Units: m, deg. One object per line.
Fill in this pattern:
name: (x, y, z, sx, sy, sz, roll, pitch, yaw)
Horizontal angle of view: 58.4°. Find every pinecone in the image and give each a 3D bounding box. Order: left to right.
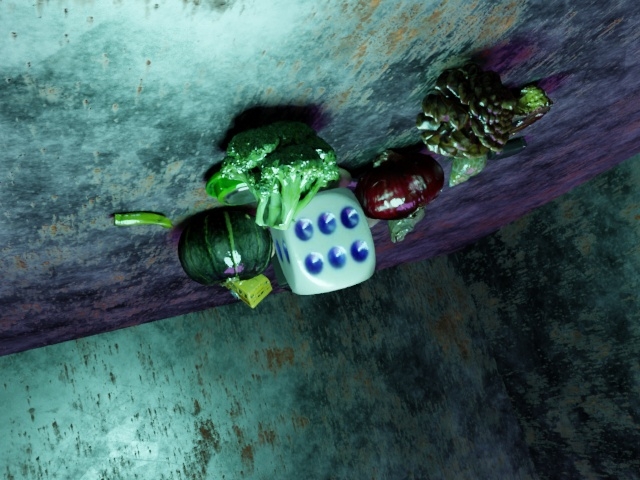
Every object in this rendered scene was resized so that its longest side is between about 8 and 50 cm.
pinecone: (0.368, -0.326, 1.482, 0.243, 0.244, 0.309, -11, 177, -27)

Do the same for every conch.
conch: (0.366, -0.087, 2.531, 0.162, 0.245, 0.178, 20, 148, 6)
conch: (0.561, -0.286, 2.150, 0.172, 0.106, 0.116, -28, -170, -21)

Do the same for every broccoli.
broccoli: (-0.107, -0.170, 1.437, 0.307, 0.275, 0.308, 11, -179, 0)

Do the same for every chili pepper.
chili pepper: (-0.535, -0.062, 1.748, 0.051, 0.050, 0.201, 23, -166, 41)

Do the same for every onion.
onion: (0.257, -0.194, 1.905, 0.313, 0.233, 0.314, -20, -169, 4)

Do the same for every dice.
dice: (0.000, 0.000, 1.866, 0.276, 0.304, 0.304, -15, -176, -14)

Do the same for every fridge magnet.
fridge magnet: (-0.226, -0.164, 1.642, 0.207, 0.088, 0.208, -17, 167, -4)

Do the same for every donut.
donut: (0.575, -0.393, 1.738, 0.230, 0.096, 0.216, -17, 169, -1)

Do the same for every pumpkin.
pumpkin: (-0.322, 0.026, 1.960, 0.323, 0.242, 0.323, -13, 169, -3)

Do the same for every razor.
razor: (0.711, -0.347, 2.188, 0.147, 0.054, 0.090, -14, 170, -14)

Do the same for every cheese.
cheese: (0.080, -0.205, 1.958, 0.127, 0.050, 0.235, -28, 162, 39)

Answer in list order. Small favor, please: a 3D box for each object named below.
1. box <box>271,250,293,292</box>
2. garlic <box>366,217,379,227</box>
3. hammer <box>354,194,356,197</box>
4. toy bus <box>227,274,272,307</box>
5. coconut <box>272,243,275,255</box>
box: (-0.037, 0.088, 2.660, 0.345, 0.205, 0.251, -19, 167, 6)
garlic: (0.132, -0.095, 2.403, 0.317, 0.112, 0.143, -7, 169, 0)
hammer: (0.251, -0.178, 2.118, 0.365, 0.043, 0.111, -16, 138, -38)
toy bus: (-0.341, 0.111, 2.164, 0.121, 0.335, 0.123, -45, 154, -21)
coconut: (-0.264, 0.014, 2.213, 0.147, 0.152, 0.147, -22, 134, -25)
